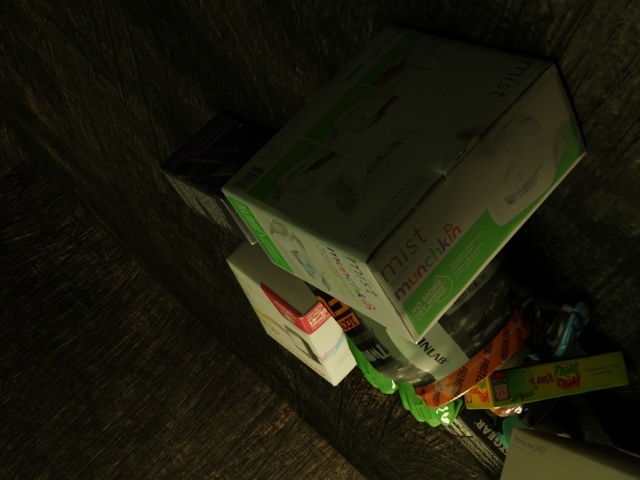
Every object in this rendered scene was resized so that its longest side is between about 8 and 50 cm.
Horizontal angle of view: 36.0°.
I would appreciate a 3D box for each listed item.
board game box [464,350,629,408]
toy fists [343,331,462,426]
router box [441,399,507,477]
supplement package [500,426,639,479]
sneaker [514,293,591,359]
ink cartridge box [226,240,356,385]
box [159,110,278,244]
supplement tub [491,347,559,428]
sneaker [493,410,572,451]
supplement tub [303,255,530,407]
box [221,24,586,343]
[{"bbox_3d":[0.279,0.175,1.235,0.092,0.181,0.043,143,119,-74],"label":"board game box"},{"bbox_3d":[0.156,0.247,1.871,0.279,0.096,0.142,31,148,43],"label":"toy fists"},{"bbox_3d":[0.315,0.386,1.905,0.179,0.046,0.133,45,164,-2],"label":"router box"},{"bbox_3d":[0.396,0.365,1.323,0.204,0.145,0.262,16,177,-27],"label":"supplement package"},{"bbox_3d":[0.281,0.106,1.247,0.078,0.067,0.188,41,166,2],"label":"sneaker"},{"bbox_3d":[-0.036,0.129,1.985,0.226,0.131,0.306,35,160,32],"label":"ink cartridge box"},{"bbox_3d":[-0.135,-0.106,1.600,0.207,0.153,0.108,25,154,48],"label":"box"},{"bbox_3d":[0.253,0.184,1.442,0.198,0.106,0.106,42,164,11],"label":"supplement tub"},{"bbox_3d":[0.350,0.324,1.588,0.121,0.108,0.302,56,178,35],"label":"sneaker"},{"bbox_3d":[0.090,0.026,1.218,0.338,0.207,0.207,51,164,1],"label":"supplement tub"},{"bbox_3d":[0.079,-0.070,0.956,0.231,0.262,0.127,26,157,46],"label":"box"}]
